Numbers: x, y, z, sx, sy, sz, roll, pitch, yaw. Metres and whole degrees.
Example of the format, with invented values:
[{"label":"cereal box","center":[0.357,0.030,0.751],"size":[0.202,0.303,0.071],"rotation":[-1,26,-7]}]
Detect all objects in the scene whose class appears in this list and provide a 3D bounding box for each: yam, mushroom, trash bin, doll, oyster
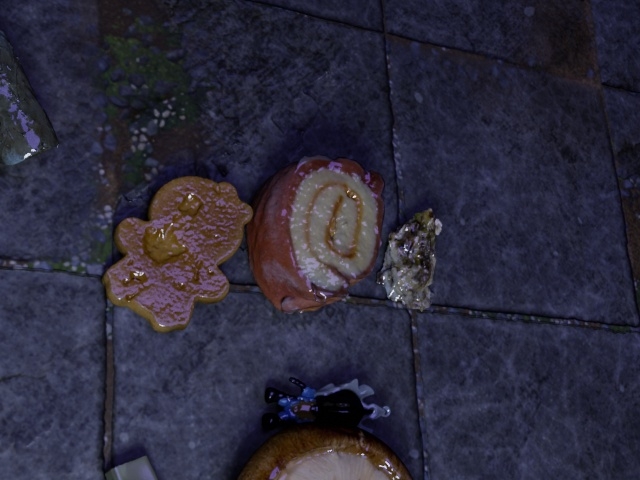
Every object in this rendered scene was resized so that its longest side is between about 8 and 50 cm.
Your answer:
[{"label":"yam","center":[-0.431,-0.186,1.507],"size":[0.107,0.107,0.183],"rotation":[-28,88,-35]},{"label":"mushroom","center":[0.008,0.383,1.495],"size":[0.297,0.163,0.278],"rotation":[15,55,-24]},{"label":"trash bin","center":[-0.235,0.332,1.444],"size":[0.061,0.043,0.092],"rotation":[-17,76,-34]},{"label":"doll","center":[0.013,0.245,1.608],"size":[0.195,0.070,0.096],"rotation":[5,83,-21]},{"label":"oyster","center":[0.145,0.027,1.786],"size":[0.108,0.053,0.166],"rotation":[11,72,-15]}]

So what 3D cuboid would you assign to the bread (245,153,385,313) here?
[{"label":"bread","center":[-0.011,-0.003,1.663],"size":[0.190,0.123,0.244],"rotation":[18,62,-21]}]

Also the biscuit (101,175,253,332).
[{"label":"biscuit","center":[-0.200,0.009,1.589],"size":[0.184,0.035,0.249],"rotation":[31,64,-8]}]
